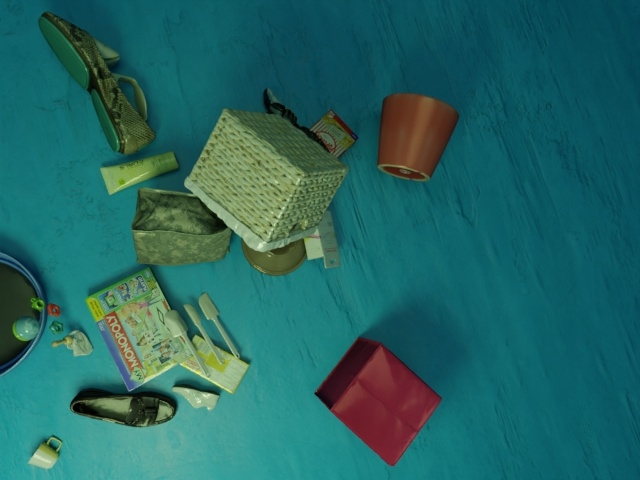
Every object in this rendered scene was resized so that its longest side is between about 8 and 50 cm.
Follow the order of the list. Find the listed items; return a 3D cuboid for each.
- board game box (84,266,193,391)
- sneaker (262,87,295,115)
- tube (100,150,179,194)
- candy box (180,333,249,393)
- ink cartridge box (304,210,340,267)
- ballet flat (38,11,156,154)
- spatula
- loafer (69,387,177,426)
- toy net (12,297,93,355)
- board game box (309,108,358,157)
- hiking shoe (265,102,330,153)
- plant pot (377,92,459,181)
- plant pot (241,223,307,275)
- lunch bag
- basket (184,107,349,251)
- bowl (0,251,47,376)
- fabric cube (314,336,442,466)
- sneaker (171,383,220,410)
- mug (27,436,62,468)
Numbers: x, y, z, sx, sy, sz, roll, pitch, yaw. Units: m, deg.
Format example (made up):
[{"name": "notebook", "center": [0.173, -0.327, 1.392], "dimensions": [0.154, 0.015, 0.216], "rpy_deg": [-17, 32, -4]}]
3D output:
[{"name": "board game box", "center": [-0.561, 0.272, 1.380], "dimensions": [0.213, 0.046, 0.318], "rpy_deg": [-28, 84, -15]}, {"name": "sneaker", "center": [-0.138, -0.456, 1.574], "dimensions": [0.082, 0.071, 0.191], "rpy_deg": [-29, 98, -20]}, {"name": "tube", "center": [-0.588, -0.229, 1.449], "dimensions": [0.240, 0.062, 0.070], "rpy_deg": [-19, 47, -9]}, {"name": "candy box", "center": [-0.344, 0.400, 1.433], "dimensions": [0.205, 0.027, 0.105], "rpy_deg": [32, 79, -6]}, {"name": "ink cartridge box", "center": [0.000, 0.000, 1.509], "dimensions": [0.067, 0.115, 0.198], "rpy_deg": [-15, 84, 31]}, {"name": "ballet flat", "center": [-0.693, -0.511, 1.429], "dimensions": [0.182, 0.164, 0.483], "rpy_deg": [-34, 97, -35]}, {"name": "spatula", "center": [-0.370, 0.303, 1.404], "dimensions": [0.168, 0.019, 0.242], "rpy_deg": [-27, 84, -47]}, {"name": "loafer", "center": [-0.592, 0.512, 1.330], "dimensions": [0.302, 0.095, 0.109], "rpy_deg": [10, 81, -11]}, {"name": "toy net", "center": [-0.777, 0.268, 1.308], "dimensions": [0.045, 0.232, 0.122], "rpy_deg": [-23, 45, 16]}, {"name": "board game box", "center": [0.020, -0.356, 1.600], "dimensions": [0.147, 0.045, 0.193], "rpy_deg": [45, 77, -3]}, {"name": "hiking shoe", "center": [-0.081, -0.327, 1.515], "dimensions": [0.304, 0.113, 0.132], "rpy_deg": [43, 111, -11]}, {"name": "plant pot", "center": [0.325, -0.353, 1.568], "dimensions": [0.274, 0.275, 0.244], "rpy_deg": [15, 89, -10]}, {"name": "plant pot", "center": [-0.146, -0.002, 1.487], "dimensions": [0.237, 0.110, 0.238], "rpy_deg": [1, 83, -11]}, {"name": "lunch bag", "center": [-0.413, -0.031, 1.357], "dimensions": [0.286, 0.235, 0.169], "rpy_deg": [6, 62, -15]}, {"name": "basket", "center": [-0.144, -0.183, 1.305], "dimensions": [0.331, 0.328, 0.267], "rpy_deg": [41, 116, 15]}, {"name": "bowl", "center": [-1.008, 0.219, 1.290], "dimensions": [0.390, 0.077, 0.392], "rpy_deg": [2, 83, -12]}, {"name": "fabric cube", "center": [0.172, 0.499, 1.416], "dimensions": [0.258, 0.254, 0.259], "rpy_deg": [42, 77, -5]}, {"name": "sneaker", "center": [-0.399, 0.496, 1.397], "dimensions": [0.152, 0.053, 0.061], "rpy_deg": [20, 82, -10]}, {"name": "mug", "center": [-0.799, 0.627, 1.292], "dimensions": [0.064, 0.062, 0.078], "rpy_deg": [37, 83, -13]}]
